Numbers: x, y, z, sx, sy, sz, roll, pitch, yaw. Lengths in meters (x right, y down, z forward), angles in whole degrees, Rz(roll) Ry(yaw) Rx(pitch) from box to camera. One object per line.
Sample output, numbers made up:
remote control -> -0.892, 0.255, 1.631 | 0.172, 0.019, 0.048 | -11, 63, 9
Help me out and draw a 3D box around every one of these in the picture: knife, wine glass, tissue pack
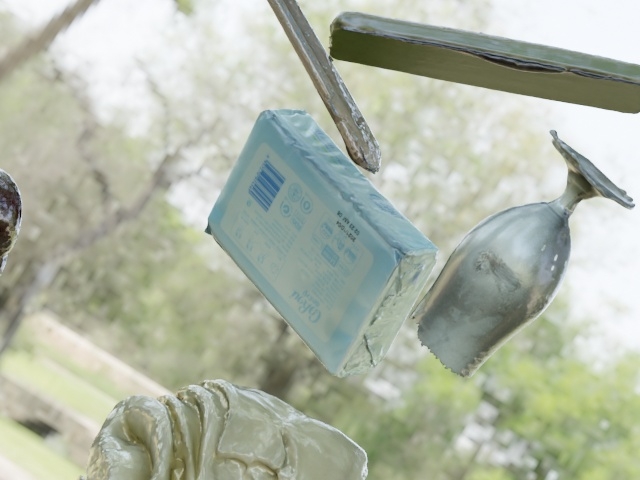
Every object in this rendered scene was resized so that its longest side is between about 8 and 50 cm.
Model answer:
knife -> -0.034, -0.225, 1.988 | 0.365, 0.043, 0.089 | 61, 29, 6
wine glass -> 0.174, 0.017, 1.686 | 0.103, 0.222, 0.103 | 38, 12, -9
tissue pack -> 0.000, 0.000, 2.084 | 0.089, 0.177, 0.263 | -5, 42, -46

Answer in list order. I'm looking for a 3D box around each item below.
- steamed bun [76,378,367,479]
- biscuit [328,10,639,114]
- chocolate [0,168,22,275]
steamed bun -> -0.109, 0.244, 1.462 | 0.203, 0.289, 0.276 | 30, -8, 0
biscuit -> 0.167, -0.176, 1.855 | 0.323, 0.038, 0.099 | 10, -15, 3
chocolate -> -0.302, -0.006, 1.577 | 0.080, 0.148, 0.125 | 8, 28, -30
